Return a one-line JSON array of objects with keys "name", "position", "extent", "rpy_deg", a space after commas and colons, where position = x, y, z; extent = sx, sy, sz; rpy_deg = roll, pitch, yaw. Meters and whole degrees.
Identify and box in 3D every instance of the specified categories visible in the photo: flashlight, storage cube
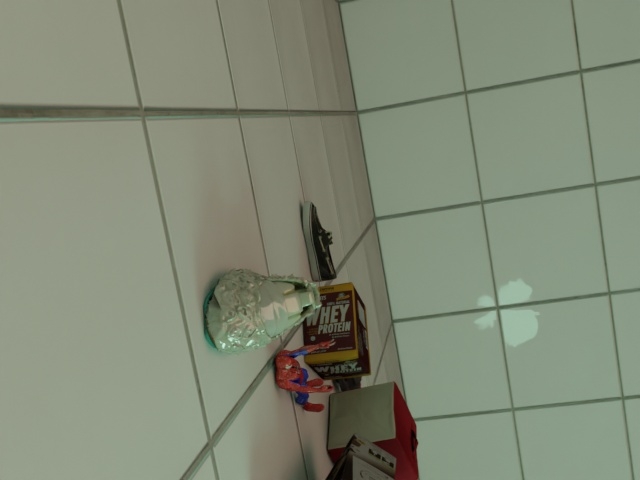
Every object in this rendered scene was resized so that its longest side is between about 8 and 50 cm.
[{"name": "flashlight", "position": [0.111, 0.449, 2.189], "extent": [0.103, 0.103, 0.304], "rpy_deg": [-130, -160, -56]}, {"name": "storage cube", "position": [0.135, 0.511, 1.985], "extent": [0.184, 0.214, 0.193], "rpy_deg": [-85, 156, -49]}]

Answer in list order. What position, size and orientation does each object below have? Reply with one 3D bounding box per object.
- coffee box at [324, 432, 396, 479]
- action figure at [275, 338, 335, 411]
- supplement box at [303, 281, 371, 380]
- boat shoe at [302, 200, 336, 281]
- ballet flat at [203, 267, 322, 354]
[{"name": "coffee box", "position": [0.065, 0.544, 1.596], "extent": [0.168, 0.118, 0.297], "rpy_deg": [-59, 176, 6]}, {"name": "action figure", "position": [-0.011, 0.288, 1.610], "extent": [0.280, 0.139, 0.092], "rpy_deg": [56, 26, -60]}, {"name": "supplement box", "position": [0.042, 0.232, 1.914], "extent": [0.194, 0.129, 0.191], "rpy_deg": [59, 25, -63]}, {"name": "boat shoe", "position": [0.000, 0.000, 2.035], "extent": [0.078, 0.070, 0.220], "rpy_deg": [-45, 125, -76]}, {"name": "ballet flat", "position": [-0.085, 0.110, 1.371], "extent": [0.409, 0.146, 0.147], "rpy_deg": [-9, 90, -78]}]
